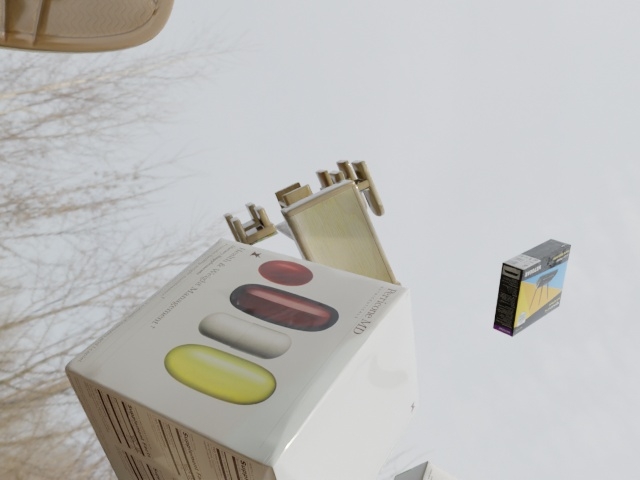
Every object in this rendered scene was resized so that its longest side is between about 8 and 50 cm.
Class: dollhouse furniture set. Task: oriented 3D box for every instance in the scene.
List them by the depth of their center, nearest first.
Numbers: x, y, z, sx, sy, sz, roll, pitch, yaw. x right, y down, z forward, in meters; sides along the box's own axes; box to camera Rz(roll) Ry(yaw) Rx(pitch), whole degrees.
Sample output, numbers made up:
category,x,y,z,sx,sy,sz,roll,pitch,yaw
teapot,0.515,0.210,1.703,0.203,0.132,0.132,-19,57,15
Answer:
category,x,y,z,sx,sy,sz,roll,pitch,yaw
dollhouse furniture set,0.000,0.000,0.930,0.161,0.212,0.242,66,-10,-14

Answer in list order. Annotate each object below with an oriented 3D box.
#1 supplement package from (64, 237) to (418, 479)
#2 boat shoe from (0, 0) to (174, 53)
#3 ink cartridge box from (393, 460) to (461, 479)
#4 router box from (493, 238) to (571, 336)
category,x,y,z,sx,sy,sz,roll,pitch,yaw
supplement package,-0.052,0.125,0.534,0.203,0.194,0.149,14,-50,30
boat shoe,-0.246,-0.177,0.328,0.110,0.341,0.121,22,-76,54
ink cartridge box,0.249,0.524,1.202,0.219,0.092,0.160,31,-35,-1
router box,0.388,0.083,1.166,0.046,0.179,0.133,23,-60,41
